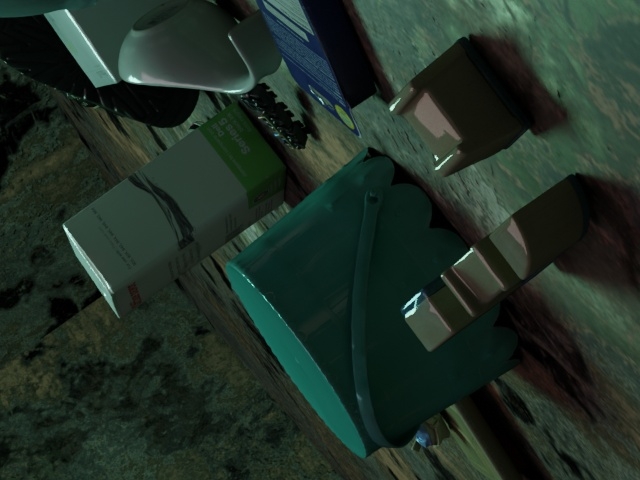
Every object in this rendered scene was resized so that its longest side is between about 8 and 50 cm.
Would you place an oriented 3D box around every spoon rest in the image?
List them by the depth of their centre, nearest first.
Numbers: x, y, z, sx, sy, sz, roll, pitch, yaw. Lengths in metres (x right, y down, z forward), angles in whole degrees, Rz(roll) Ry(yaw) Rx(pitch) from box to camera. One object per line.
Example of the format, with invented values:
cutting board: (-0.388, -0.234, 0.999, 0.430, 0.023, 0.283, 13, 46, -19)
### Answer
spoon rest: (-0.121, -0.201, 1.786, 0.276, 0.137, 0.084, 15, 138, 59)

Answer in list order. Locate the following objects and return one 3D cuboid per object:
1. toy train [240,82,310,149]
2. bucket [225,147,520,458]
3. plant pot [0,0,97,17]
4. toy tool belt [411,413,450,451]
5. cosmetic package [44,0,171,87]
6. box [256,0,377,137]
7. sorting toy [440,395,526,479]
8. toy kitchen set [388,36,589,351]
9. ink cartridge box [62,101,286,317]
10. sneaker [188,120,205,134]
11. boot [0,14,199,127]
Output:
toy train: (-0.049, -0.132, 1.826, 0.036, 0.027, 0.158, 12, 167, 23)
bucket: (0.047, 0.070, 1.701, 0.281, 0.183, 0.281, 52, 170, 13)
plant pot: (-0.346, -0.335, 1.589, 0.293, 0.196, 0.293, 162, 90, -73)
toy tool belt: (0.120, 0.220, 2.080, 0.083, 0.051, 0.052, 60, 173, -37)
cosmetic package: (-0.269, -0.311, 2.054, 0.224, 0.138, 0.224, 55, 171, -11)
box: (-0.020, -0.204, 1.503, 0.136, 0.036, 0.225, 44, 165, 48)
sorting toy: (0.151, 0.171, 2.018, 0.307, 0.041, 0.229, 57, 175, -17)
toy kitchen set: (0.115, -0.042, 1.291, 0.166, 0.122, 0.207, 54, 151, 6)
ink cartridge box: (-0.185, -0.035, 2.201, 0.114, 0.273, 0.198, 53, 170, 8)
sneaker: (-0.144, -0.091, 2.408, 0.170, 0.075, 0.063, 53, 171, 9)
boot: (-0.344, -0.266, 2.330, 0.348, 0.131, 0.260, 32, -179, -26)
